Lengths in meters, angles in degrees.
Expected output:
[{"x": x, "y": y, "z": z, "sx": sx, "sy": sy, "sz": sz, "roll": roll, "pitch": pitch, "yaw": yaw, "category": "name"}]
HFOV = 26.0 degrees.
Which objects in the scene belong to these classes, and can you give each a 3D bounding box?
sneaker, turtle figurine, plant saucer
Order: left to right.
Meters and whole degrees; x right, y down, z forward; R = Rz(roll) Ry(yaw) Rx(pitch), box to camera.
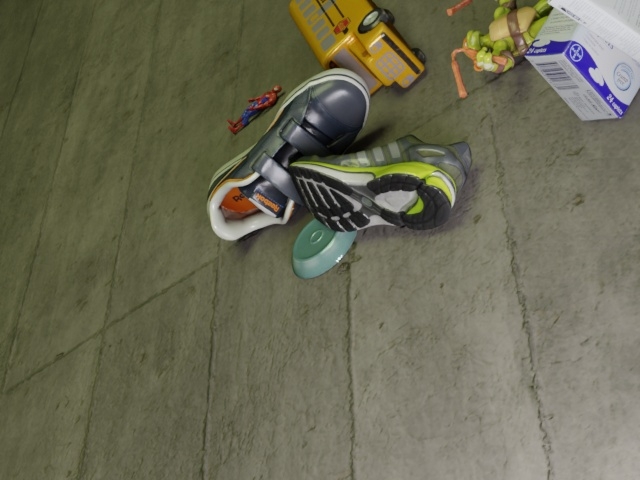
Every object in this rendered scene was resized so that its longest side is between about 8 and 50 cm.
[{"x": -0.046, "y": -0.114, "z": 2.053, "sx": 0.321, "sy": 0.126, "sz": 0.127, "roll": -43, "pitch": 24, "yaw": 28, "category": "sneaker"}, {"x": 0.000, "y": 0.000, "z": 1.956, "sx": 0.119, "sy": 0.021, "sz": 0.119, "roll": -32, "pitch": 33, "yaw": 24, "category": "plant saucer"}, {"x": 0.082, "y": -0.083, "z": 1.879, "sx": 0.300, "sy": 0.111, "sz": 0.121, "roll": 7, "pitch": 40, "yaw": 42, "category": "sneaker"}, {"x": 0.277, "y": -0.284, "z": 1.883, "sx": 0.217, "sy": 0.087, "sz": 0.269, "roll": -20, "pitch": 30, "yaw": 26, "category": "turtle figurine"}]

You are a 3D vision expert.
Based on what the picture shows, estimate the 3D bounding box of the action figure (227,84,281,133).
[{"x": -0.112, "y": -0.228, "z": 2.369, "sx": 0.115, "sy": 0.030, "sz": 0.038, "roll": -34, "pitch": 27, "yaw": 17, "category": "action figure"}]

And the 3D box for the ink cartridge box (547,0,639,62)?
[{"x": 0.397, "y": -0.310, "z": 1.654, "sx": 0.045, "sy": 0.224, "sz": 0.223, "roll": -44, "pitch": 19, "yaw": 57, "category": "ink cartridge box"}]

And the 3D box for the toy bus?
[{"x": 0.053, "y": -0.326, "z": 2.194, "sx": 0.130, "sy": 0.108, "sz": 0.332, "roll": -41, "pitch": 30, "yaw": 10, "category": "toy bus"}]

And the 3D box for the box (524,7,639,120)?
[{"x": 0.341, "y": -0.239, "z": 1.705, "sx": 0.072, "sy": 0.126, "sz": 0.137, "roll": 3, "pitch": 56, "yaw": 56, "category": "box"}]
